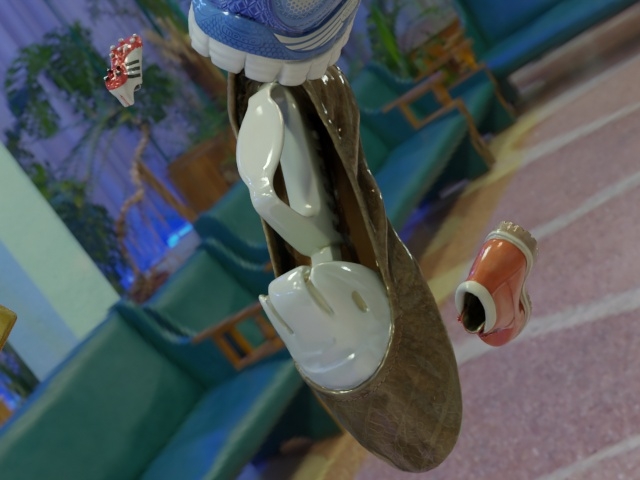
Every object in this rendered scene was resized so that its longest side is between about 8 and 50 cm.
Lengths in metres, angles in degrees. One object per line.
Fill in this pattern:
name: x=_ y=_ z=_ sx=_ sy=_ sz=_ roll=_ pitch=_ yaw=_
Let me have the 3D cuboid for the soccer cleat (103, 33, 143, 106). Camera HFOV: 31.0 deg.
soccer cleat: x=-0.172 y=-0.153 z=1.032 sx=0.029 sy=0.036 sz=0.083 roll=-16 pitch=39 yaw=17

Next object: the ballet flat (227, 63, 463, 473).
ballet flat: x=0.000 y=0.000 z=0.822 sx=0.116 sy=0.342 sz=0.124 roll=-26 pitch=-24 yaw=27

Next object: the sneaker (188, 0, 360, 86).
sneaker: x=0.018 y=-0.254 z=0.750 sx=0.147 sy=0.129 sz=0.330 roll=109 pitch=180 yaw=-54

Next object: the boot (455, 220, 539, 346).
boot: x=0.147 y=0.060 z=1.023 sx=0.085 sy=0.059 sz=0.158 roll=-53 pitch=-25 yaw=-28

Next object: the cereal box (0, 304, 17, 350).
cereal box: x=-0.345 y=0.052 z=0.889 sx=0.240 sy=0.173 sz=0.047 roll=-22 pitch=41 yaw=59
